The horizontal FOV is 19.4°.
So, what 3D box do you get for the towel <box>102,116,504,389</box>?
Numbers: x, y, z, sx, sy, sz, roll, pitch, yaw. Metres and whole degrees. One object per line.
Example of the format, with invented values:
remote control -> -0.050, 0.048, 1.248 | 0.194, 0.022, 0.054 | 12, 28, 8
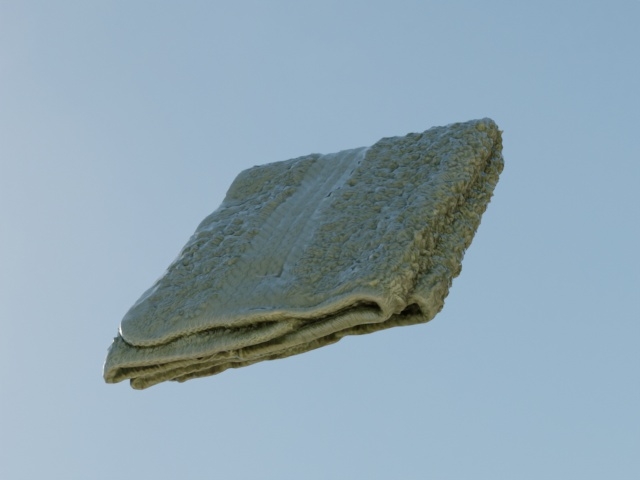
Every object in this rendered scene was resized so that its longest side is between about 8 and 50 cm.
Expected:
towel -> 0.000, 0.000, 0.601 | 0.110, 0.027, 0.148 | -13, 18, 23
